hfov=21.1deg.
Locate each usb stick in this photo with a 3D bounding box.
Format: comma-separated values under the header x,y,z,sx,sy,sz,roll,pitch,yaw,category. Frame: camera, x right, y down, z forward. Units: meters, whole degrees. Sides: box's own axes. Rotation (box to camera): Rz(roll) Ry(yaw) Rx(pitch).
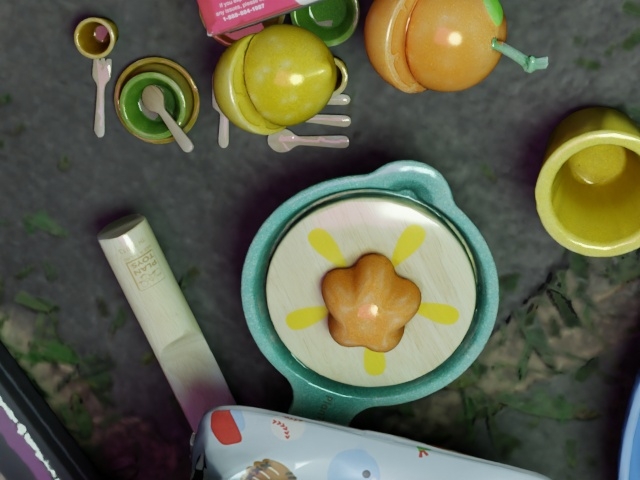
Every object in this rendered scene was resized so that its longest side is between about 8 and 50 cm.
x,y,z,sx,sy,sz,roll,pitch,yaw,category
-0.202,0.094,0.993,0.077,0.045,0.278,-33,98,16,usb stick

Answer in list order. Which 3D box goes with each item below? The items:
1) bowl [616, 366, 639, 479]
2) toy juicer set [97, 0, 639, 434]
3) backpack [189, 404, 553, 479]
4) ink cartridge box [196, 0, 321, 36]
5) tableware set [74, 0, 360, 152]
x,y,z,sx,sy,sz,roll,pitch,yaw,category
0.351,0.123,0.888,0.391,0.077,0.391,3,107,9,bowl
0.000,0.000,0.895,0.329,0.089,0.209,-39,107,20,toy juicer set
0.006,0.217,0.892,0.276,0.213,0.263,17,147,5,backpack
-0.030,-0.182,0.867,0.099,0.056,0.135,-18,96,10,ink cartridge box
-0.056,-0.098,0.924,0.154,0.024,0.104,4,106,9,tableware set
